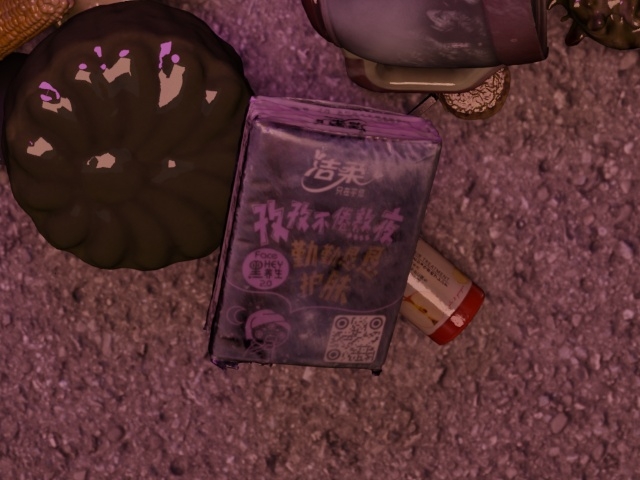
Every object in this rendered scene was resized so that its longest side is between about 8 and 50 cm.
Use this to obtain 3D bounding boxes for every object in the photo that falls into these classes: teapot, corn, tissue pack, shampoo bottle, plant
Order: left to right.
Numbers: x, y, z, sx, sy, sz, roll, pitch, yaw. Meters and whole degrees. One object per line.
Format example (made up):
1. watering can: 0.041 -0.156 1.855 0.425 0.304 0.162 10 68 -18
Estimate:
1. corn: -0.445 -0.288 1.802 0.288 0.086 0.086 -22 102 34
2. tissue pack: 0.000 0.000 1.738 0.259 0.122 0.361 5 116 -14
3. shampoo bottle: 0.099 0.026 1.887 0.278 0.104 0.104 40 102 -5
4. teapot: 0.139 -0.308 1.739 0.312 0.233 0.315 -3 142 17
5. plant: 0.439 -0.403 1.796 0.251 0.180 0.334 3 70 10

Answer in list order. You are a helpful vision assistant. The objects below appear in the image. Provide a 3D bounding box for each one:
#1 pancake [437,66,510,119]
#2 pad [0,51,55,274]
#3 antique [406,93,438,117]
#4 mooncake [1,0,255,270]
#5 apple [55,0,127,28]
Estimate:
1. pancake: 0.214 -0.224 1.871 0.114 0.011 0.115 1 104 4
2. pad: -0.436 -0.107 1.912 0.250 0.055 0.323 9 103 1
3. antique: 0.092 -0.144 1.884 0.192 0.031 0.015 -41 93 12
4. mooncake: -0.247 -0.134 1.772 0.356 0.194 0.356 -8 119 -14
5. apple: -0.283 -0.410 1.797 0.265 0.120 0.193 -28 104 16
